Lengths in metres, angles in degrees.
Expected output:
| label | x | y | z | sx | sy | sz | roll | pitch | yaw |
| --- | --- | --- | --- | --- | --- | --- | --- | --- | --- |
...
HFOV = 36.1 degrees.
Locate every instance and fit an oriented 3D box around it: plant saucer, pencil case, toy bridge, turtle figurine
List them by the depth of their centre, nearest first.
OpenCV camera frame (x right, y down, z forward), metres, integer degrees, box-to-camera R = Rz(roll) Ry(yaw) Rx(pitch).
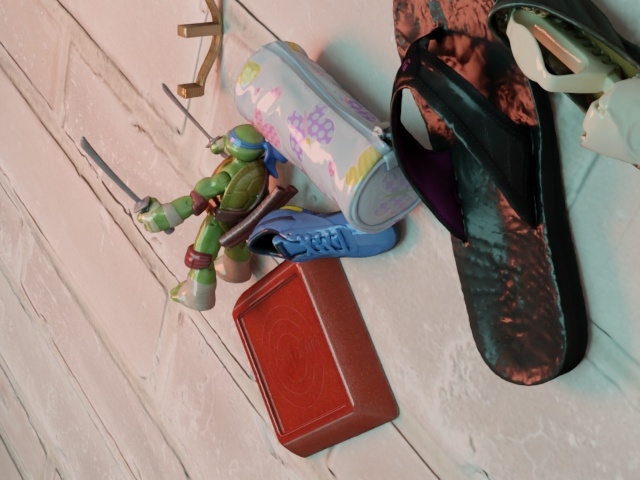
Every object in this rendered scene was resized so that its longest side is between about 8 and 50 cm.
| label | x | y | z | sx | sy | sz | roll | pitch | yaw |
| --- | --- | --- | --- | --- | --- | --- | --- | --- | --- |
| pencil case | 0.008 | -0.125 | 1.135 | 0.273 | 0.113 | 0.124 | 46 | 163 | 39 |
| plant saucer | -0.027 | 0.153 | 1.329 | 0.258 | 0.047 | 0.259 | -37 | 69 | 51 |
| turtle figurine | -0.173 | -0.059 | 1.343 | 0.198 | 0.274 | 0.266 | -94 | 10 | -57 |
| toy bridge | -0.168 | -0.295 | 1.370 | 0.026 | 0.063 | 0.188 | 29 | 124 | 45 |

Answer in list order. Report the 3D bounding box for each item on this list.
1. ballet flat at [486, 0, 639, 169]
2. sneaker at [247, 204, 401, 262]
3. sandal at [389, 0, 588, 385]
| label | x | y | z | sx | sy | sz | roll | pitch | yaw |
| --- | --- | --- | --- | --- | --- | --- | --- | --- | --- |
| ballet flat | 0.242 | -0.126 | 0.839 | 0.280 | 0.096 | 0.095 | 50 | 149 | 33 |
| sneaker | 0.000 | 0.000 | 1.191 | 0.209 | 0.082 | 0.069 | 2 | 119 | 40 |
| sandal | 0.151 | -0.072 | 0.969 | 0.167 | 0.107 | 0.446 | -21 | 83 | 54 |
